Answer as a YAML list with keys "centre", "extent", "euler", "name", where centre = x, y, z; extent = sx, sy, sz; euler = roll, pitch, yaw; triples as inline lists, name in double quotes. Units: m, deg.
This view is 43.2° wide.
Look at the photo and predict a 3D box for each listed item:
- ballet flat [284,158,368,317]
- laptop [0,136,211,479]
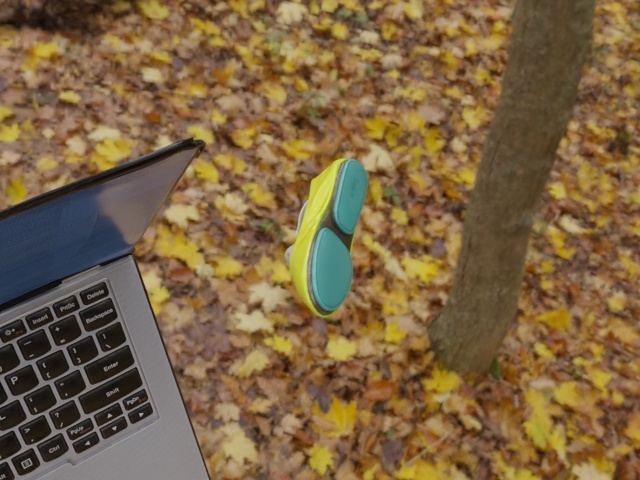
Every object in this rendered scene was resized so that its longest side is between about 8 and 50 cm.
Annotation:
- centre: [0.000, 0.000, 0.916]
  extent: [0.077, 0.077, 0.231]
  euler: [-18, 39, 32]
  name: "ballet flat"
- centre: [-0.233, 0.162, 0.472]
  extent: [0.381, 0.408, 0.236]
  euler: [-26, 32, -23]
  name: "laptop"
